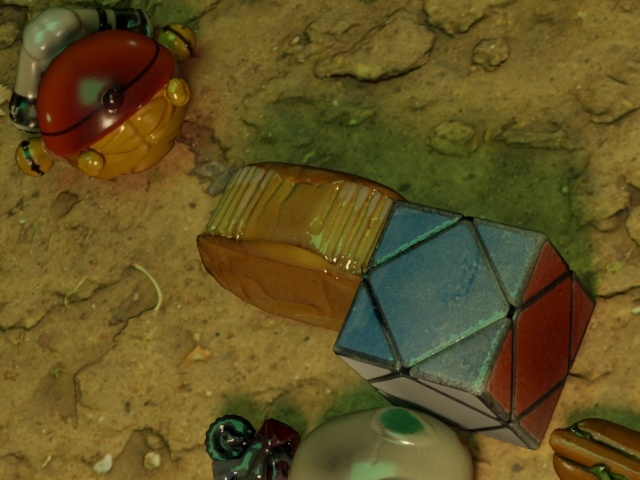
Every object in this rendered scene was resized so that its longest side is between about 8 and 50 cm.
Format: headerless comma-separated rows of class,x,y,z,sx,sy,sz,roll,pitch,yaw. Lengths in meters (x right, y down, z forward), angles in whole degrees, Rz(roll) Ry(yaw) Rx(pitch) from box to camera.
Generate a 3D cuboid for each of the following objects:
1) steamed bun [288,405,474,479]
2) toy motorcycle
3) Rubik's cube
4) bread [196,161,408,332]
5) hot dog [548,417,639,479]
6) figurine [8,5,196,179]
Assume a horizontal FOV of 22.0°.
steamed bun,0.063,0.274,1.922,0.228,0.131,0.177,-3,63,29
toy motorcycle,-0.070,0.309,2.012,0.122,0.082,0.213,-19,69,18
Rubik's cube,0.169,0.099,1.910,0.205,0.207,0.205,14,74,32
bread,0.000,0.000,2.067,0.288,0.204,0.156,8,59,36
hot dog,0.362,0.267,1.802,0.249,0.068,0.100,21,75,34
figurine,-0.313,-0.212,2.341,0.320,0.196,0.323,-42,43,-5
